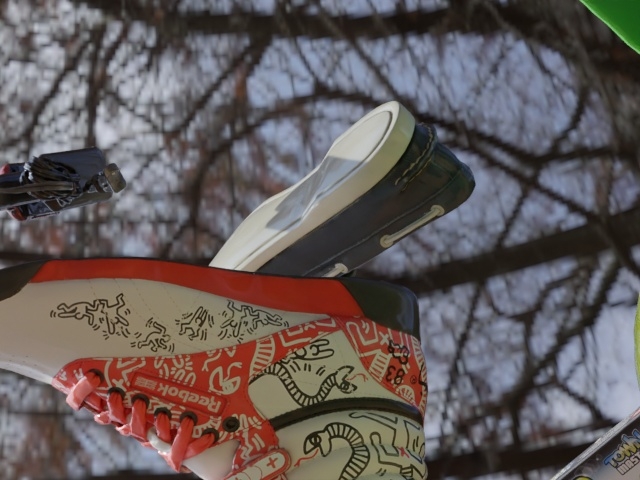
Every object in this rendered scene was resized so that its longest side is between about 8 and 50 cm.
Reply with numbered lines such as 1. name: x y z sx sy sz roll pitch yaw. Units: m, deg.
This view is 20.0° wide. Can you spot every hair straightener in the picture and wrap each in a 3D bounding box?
1. hair straightener: -0.172 -0.044 1.158 0.089 0.230 0.047 -14 -94 10

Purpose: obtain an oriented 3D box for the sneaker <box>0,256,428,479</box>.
1. sneaker: -0.066 0.092 0.964 0.270 0.145 0.090 4 -22 -21

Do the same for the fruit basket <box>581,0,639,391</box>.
1. fruit basket: 0.246 -0.001 0.823 0.392 0.283 0.392 -5 -74 -16

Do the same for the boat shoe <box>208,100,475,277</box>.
1. boat shoe: 0.000 0.000 1.193 0.079 0.095 0.254 38 -50 -16

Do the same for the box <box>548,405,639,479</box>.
1. box: 0.213 0.213 1.330 0.114 0.036 0.207 48 -57 4
